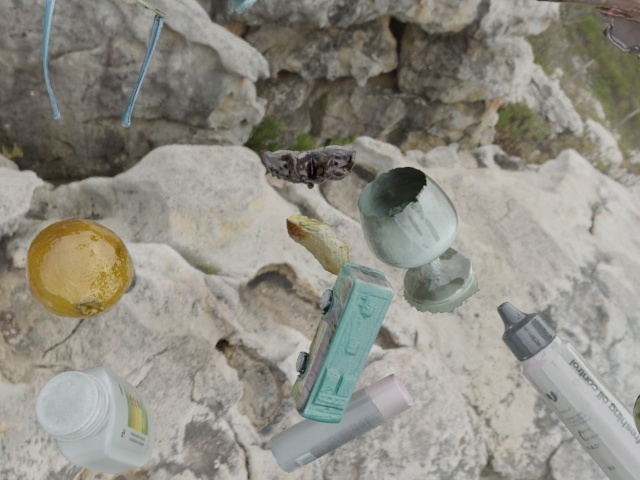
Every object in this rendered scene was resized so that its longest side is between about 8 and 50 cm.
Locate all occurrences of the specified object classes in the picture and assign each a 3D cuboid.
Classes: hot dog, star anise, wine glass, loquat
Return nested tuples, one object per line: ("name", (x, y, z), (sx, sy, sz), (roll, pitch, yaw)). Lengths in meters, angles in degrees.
("hot dog", (0.001, -0.001, 1.051), (0.169, 0.078, 0.061), (47, 50, -22))
("star anise", (-0.022, -0.179, 1.338), (0.224, 0.236, 0.108), (-7, 103, 1))
("wine glass", (0.232, -0.007, 1.315), (0.323, 0.238, 0.237), (52, 42, -35))
("loquat", (-0.467, 0.049, 1.055), (0.187, 0.176, 0.234), (28, 21, -41))

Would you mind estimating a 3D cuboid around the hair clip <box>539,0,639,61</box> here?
("hair clip", (0.417, -0.358, 0.784), (0.301, 0.173, 0.069), (23, 59, 19))

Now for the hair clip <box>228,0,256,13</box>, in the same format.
("hair clip", (-0.155, -0.677, 1.140), (0.238, 0.318, 0.392), (42, 11, -23))

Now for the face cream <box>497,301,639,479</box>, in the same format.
("face cream", (0.381, 0.222, 0.835), (0.092, 0.092, 0.311), (-28, 74, -38))

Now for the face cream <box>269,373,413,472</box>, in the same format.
("face cream", (0.041, 0.339, 1.013), (0.270, 0.107, 0.073), (-30, 61, 6))

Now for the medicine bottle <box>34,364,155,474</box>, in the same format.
("medicine bottle", (-0.430, 0.350, 1.071), (0.124, 0.324, 0.179), (-12, 61, -3))

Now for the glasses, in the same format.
("glasses", (-0.322, -0.288, 0.834), (0.190, 0.088, 0.220), (-5, 102, -55))

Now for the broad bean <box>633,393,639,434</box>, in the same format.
("broad bean", (0.307, 0.154, 0.387), (0.082, 0.174, 0.124), (-41, 79, 0))

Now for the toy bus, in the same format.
("toy bus", (0.030, 0.167, 0.872), (0.091, 0.261, 0.109), (16, 13, -15))
